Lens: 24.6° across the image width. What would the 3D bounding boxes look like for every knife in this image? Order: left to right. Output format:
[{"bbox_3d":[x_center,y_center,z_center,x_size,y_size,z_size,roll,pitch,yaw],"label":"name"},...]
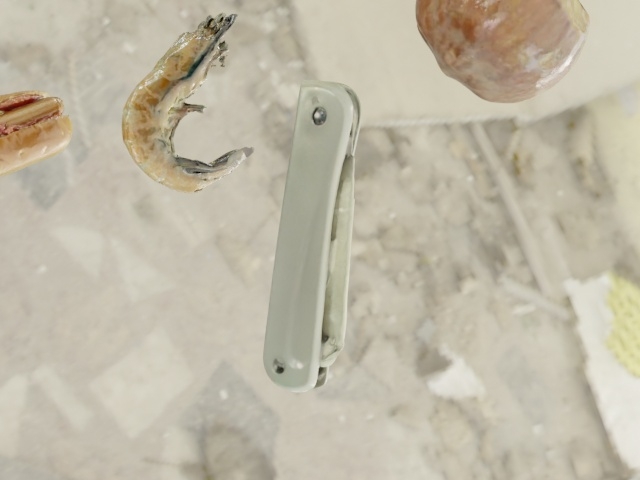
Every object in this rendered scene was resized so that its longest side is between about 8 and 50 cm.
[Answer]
[{"bbox_3d":[-0.003,-0.001,1.238,0.041,0.073,0.265,-3,102,-52],"label":"knife"}]

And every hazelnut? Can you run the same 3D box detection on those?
[{"bbox_3d":[0.161,-0.197,1.312,0.154,0.143,0.143,49,47,-17],"label":"hazelnut"}]

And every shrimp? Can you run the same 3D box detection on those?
[{"bbox_3d":[-0.126,-0.151,1.622,0.152,0.046,0.219,41,63,-23],"label":"shrimp"}]

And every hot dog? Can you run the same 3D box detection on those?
[{"bbox_3d":[-0.365,-0.107,1.582,0.092,0.062,0.236,51,43,7],"label":"hot dog"}]
